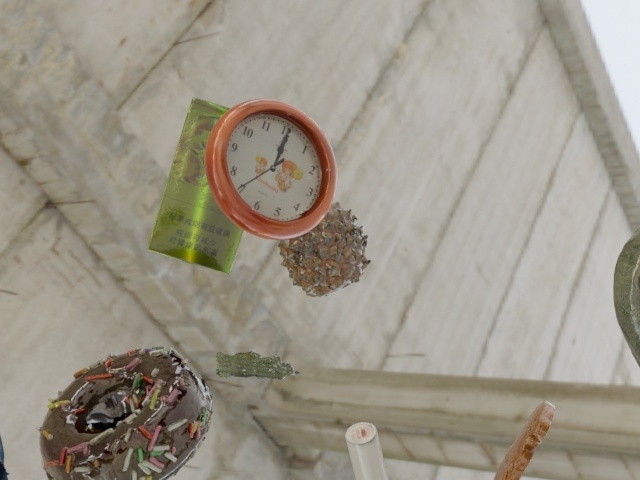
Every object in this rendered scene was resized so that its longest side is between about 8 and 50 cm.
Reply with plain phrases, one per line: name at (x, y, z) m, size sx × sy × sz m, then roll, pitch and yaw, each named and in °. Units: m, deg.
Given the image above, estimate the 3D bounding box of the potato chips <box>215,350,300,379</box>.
potato chips at (-0.130, 0.214, 1.558) m, size 0.092 × 0.207 × 0.028 m, roll 46°, pitch -124°, yaw -35°

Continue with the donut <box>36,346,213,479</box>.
donut at (-0.283, 0.256, 1.282) m, size 0.270 × 0.269 × 0.103 m, roll -49°, pitch -50°, yaw -41°

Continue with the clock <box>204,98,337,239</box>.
clock at (-0.068, -0.101, 1.265) m, size 0.205 × 0.051 × 0.205 m, roll 8°, pitch -105°, yaw -31°

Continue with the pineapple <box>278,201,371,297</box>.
pineapple at (0.000, 0.000, 1.625) m, size 0.166 × 0.166 × 0.193 m, roll -36°, pitch -76°, yaw -46°

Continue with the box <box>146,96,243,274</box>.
box at (-0.211, -0.105, 1.745) m, size 0.173 × 0.043 × 0.311 m, roll 17°, pitch -83°, yaw -8°

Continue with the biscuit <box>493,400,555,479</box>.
biscuit at (0.227, 0.240, 1.020) m, size 0.130 × 0.019 × 0.102 m, roll -62°, pitch -11°, yaw 11°

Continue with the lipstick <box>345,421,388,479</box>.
lipstick at (0.060, 0.277, 1.064) m, size 0.038 × 0.038 × 0.131 m, roll -45°, pitch -48°, yaw -43°

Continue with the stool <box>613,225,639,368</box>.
stool at (0.437, 0.061, 0.698) m, size 0.310 × 0.226 × 0.310 m, roll -41°, pitch -72°, yaw -19°

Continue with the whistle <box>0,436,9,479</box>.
whistle at (-0.355, 0.162, 0.894) m, size 0.062 × 0.304 × 0.062 m, roll -8°, pitch -71°, yaw -22°
